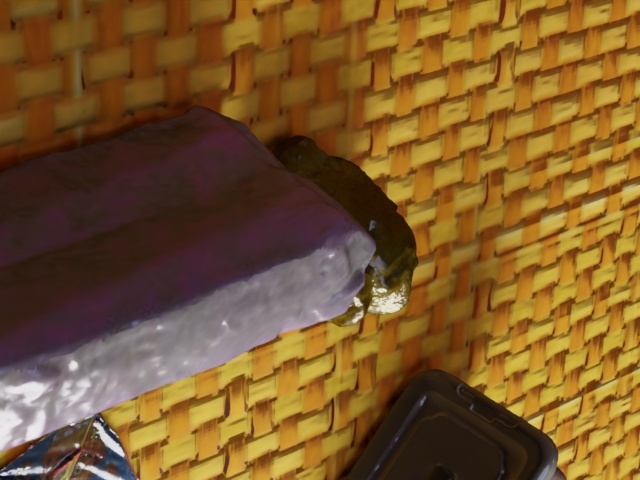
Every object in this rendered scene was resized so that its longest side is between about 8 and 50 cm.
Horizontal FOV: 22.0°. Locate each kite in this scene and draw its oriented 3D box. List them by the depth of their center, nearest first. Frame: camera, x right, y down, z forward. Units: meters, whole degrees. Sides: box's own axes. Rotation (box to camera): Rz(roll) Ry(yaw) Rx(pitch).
[{"bbox_3d":[-0.119,0.142,0.694,0.183,0.010,0.160,10,105,-46],"label":"kite"}]

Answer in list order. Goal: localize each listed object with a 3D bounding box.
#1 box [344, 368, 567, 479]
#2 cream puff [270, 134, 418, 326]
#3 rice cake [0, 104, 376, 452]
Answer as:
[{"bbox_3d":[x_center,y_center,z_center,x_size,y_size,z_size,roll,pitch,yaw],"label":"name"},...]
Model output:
[{"bbox_3d":[0.060,0.136,0.807,0.122,0.089,0.062,-56,147,-4],"label":"box"},{"bbox_3d":[0.000,0.000,0.700,0.058,0.083,0.083,-38,167,38],"label":"cream puff"},{"bbox_3d":[-0.122,0.027,0.559,0.298,0.106,0.050,-21,134,-35],"label":"rice cake"}]
